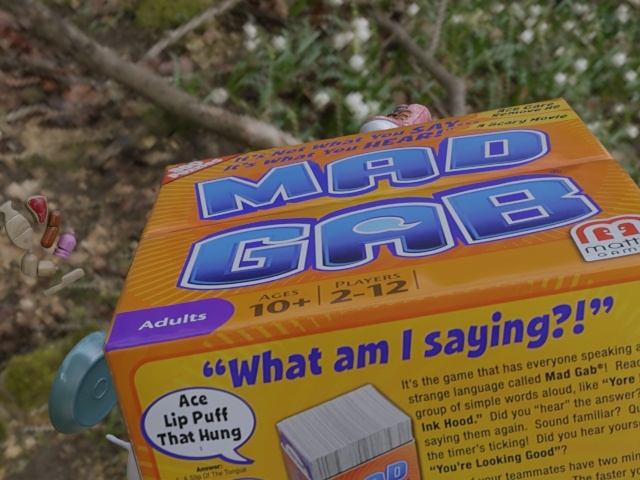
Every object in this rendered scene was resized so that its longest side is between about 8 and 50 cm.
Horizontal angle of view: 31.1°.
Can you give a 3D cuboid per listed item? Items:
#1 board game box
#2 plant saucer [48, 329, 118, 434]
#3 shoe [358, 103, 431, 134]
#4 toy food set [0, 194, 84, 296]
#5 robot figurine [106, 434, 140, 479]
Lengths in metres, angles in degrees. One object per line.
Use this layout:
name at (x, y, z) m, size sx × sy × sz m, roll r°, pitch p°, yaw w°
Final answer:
board game box at (0.070, 0.130, 0.902) m, size 0.356 × 0.356 × 0.356 m, roll -92°, pitch 172°, yaw -68°
plant saucer at (-0.243, 0.156, 1.236) m, size 0.021 × 0.119 × 0.119 m, roll 21°, pitch -8°, yaw 25°
shoe at (0.098, -0.141, 1.477) m, size 0.178 × 0.063 × 0.081 m, roll 29°, pitch 53°, yaw -58°
toy food set at (-0.317, -0.001, 1.315) m, size 0.019 × 0.078 × 0.122 m, roll 13°, pitch -53°, yaw 48°
robot figurine at (-0.105, 0.306, 1.546) m, size 0.200 × 0.353 × 0.300 m, roll -113°, pitch -159°, yaw -79°
